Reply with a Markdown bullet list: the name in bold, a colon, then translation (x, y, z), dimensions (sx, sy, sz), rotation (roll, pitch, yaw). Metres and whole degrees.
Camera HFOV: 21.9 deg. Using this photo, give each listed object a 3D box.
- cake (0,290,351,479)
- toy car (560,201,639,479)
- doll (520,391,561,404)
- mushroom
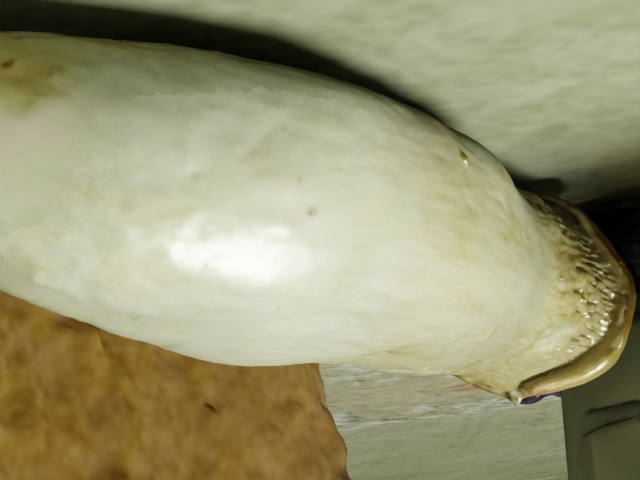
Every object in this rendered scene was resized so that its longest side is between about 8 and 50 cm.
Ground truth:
- **cake**: translation (-0.148, 0.131, 0.661), dimensions (0.290, 0.282, 0.255), rotation (-22, 166, 37)
- **toy car**: translation (0.225, 0.064, 0.670), dimensions (0.166, 0.198, 0.314), rotation (9, 159, -38)
- **doll**: translation (0.147, 0.070, 0.899), dimensions (0.115, 0.050, 0.190), rotation (19, -174, -11)
- **mushroom**: translation (0.000, 0.000, 0.557), dimensions (0.122, 0.095, 0.351), rotation (6, 173, 36)
